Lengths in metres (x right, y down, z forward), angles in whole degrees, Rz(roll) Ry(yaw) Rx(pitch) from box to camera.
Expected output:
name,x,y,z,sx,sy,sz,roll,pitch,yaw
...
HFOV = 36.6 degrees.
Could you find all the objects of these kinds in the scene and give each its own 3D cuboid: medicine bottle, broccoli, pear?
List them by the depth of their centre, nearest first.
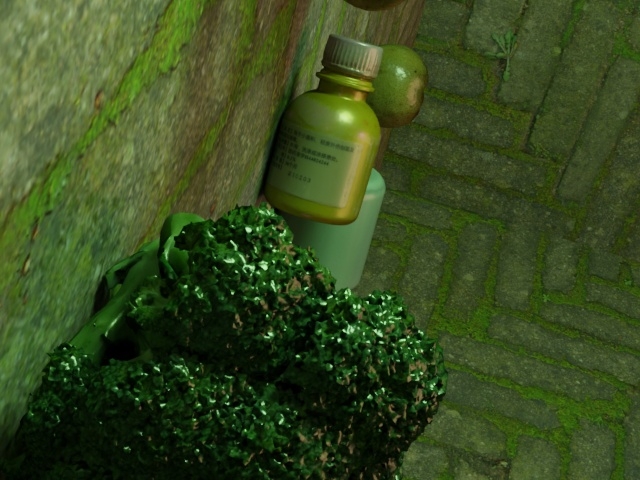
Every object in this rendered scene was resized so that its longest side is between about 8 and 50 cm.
name,x,y,z,sx,sy,sz,roll,pitch,yaw
broccoli,-0.066,0.106,0.612,0.294,0.265,0.245,-41,-132,46
medicine bottle,0.014,-0.135,1.156,0.122,0.122,0.212,-51,157,-77
medicine bottle,0.000,0.000,1.358,0.139,0.139,0.225,-61,167,-67
pear,0.140,-0.300,1.882,0.167,0.136,0.167,14,90,-89

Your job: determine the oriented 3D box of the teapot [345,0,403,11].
name,x,y,z,sx,sy,sz,roll,pitch,yaw
teapot,0.086,-0.358,0.934,0.203,0.167,0.311,-68,173,-49
